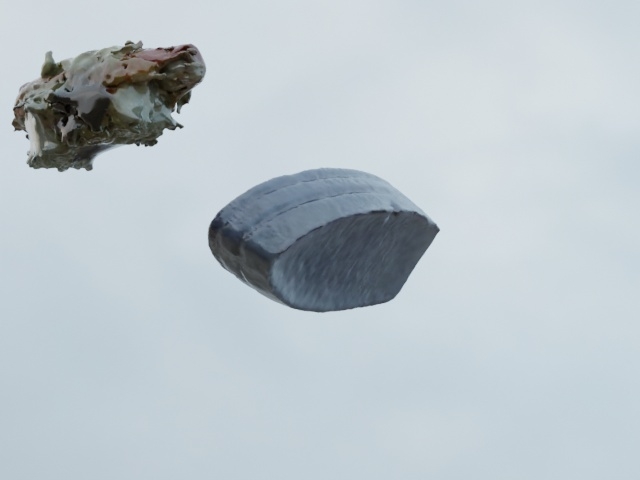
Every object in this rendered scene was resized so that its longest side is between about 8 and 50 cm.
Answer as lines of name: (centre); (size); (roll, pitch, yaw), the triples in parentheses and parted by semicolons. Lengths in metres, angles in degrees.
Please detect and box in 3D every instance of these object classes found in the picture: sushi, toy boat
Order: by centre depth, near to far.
sushi: (-0.188, -0.113, 1.624); (0.226, 0.103, 0.097); (-21, -42, 37)
toy boat: (0.000, 0.000, 1.732); (0.078, 0.127, 0.283); (42, 20, 25)
